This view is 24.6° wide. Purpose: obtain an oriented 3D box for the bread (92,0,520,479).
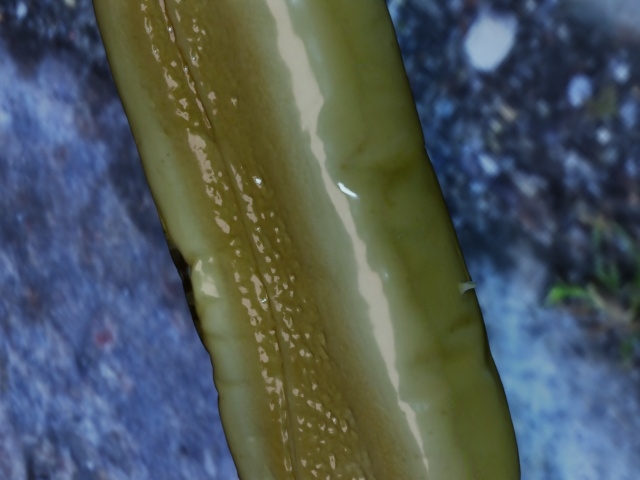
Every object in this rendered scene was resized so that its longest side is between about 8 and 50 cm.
[{"bbox_3d":[0.000,0.000,0.648,0.142,0.091,0.305,-11,100,33],"label":"bread"}]
